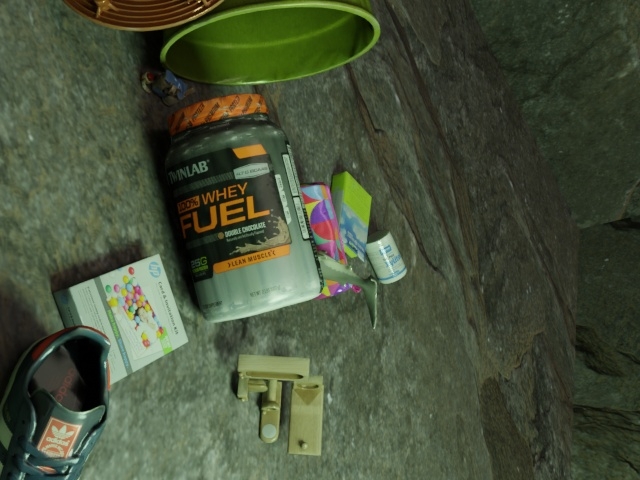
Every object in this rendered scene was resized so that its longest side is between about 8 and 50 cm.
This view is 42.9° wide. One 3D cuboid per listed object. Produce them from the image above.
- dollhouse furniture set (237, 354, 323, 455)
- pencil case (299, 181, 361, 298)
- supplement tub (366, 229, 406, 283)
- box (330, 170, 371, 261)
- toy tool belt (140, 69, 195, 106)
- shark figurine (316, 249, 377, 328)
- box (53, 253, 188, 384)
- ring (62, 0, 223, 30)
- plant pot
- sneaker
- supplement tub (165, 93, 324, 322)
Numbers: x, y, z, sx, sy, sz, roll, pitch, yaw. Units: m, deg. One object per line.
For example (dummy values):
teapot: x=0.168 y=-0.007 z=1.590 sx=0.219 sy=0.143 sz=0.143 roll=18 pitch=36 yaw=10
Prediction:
dollhouse furniture set: x=-0.066 y=0.273 z=1.337 sx=0.151 sy=0.144 sz=0.123 roll=95 pitch=-2 yaw=-64
pencil case: x=0.000 y=0.000 z=1.606 sx=0.104 sy=0.104 sz=0.236 roll=-23 pitch=96 yaw=-59
supplement tub: x=0.146 y=0.038 z=1.850 sx=0.107 sy=0.071 sz=0.071 roll=64 pitch=33 yaw=-17
box: x=0.062 y=-0.048 z=1.779 sx=0.109 sy=0.042 sz=0.178 roll=42 pitch=44 yaw=-41
toy tool belt: x=-0.253 y=-0.262 z=1.356 sx=0.083 sy=0.051 sz=0.052 roll=32 pitch=51 yaw=-48
shark figurine: x=-0.021 y=0.069 z=1.513 sx=0.166 sy=0.278 sz=0.116 roll=-89 pitch=-160 yaw=-80
box: x=-0.280 y=0.112 z=1.165 sx=0.186 sy=0.038 sz=0.145 roll=-25 pitch=99 yaw=-60
ring: x=-0.253 y=-0.462 z=1.199 sx=0.032 sy=0.336 sz=0.337 roll=80 pitch=6 yaw=-73
plant pot: x=-0.106 y=-0.488 z=1.367 sx=0.366 sy=0.366 sz=0.353 roll=0 pitch=80 yaw=-58
sneaker: x=-0.317 y=0.250 z=0.914 sx=0.131 sy=0.148 sz=0.350 roll=24 pitch=52 yaw=-30
supplement tub: x=-0.129 y=-0.051 z=1.315 sx=0.207 sy=0.207 sz=0.338 roll=-12 pitch=86 yaw=-59
